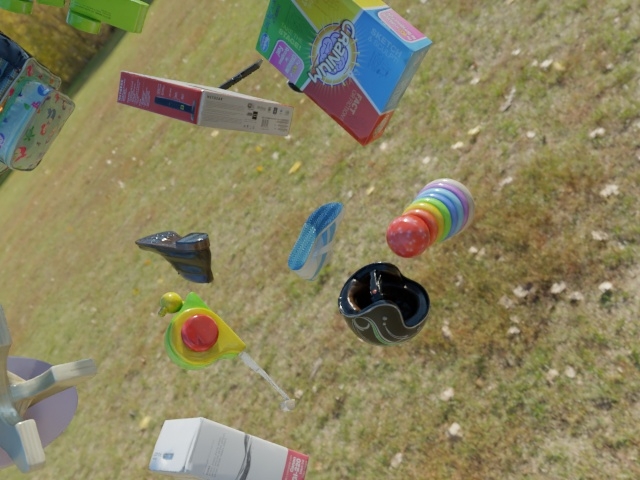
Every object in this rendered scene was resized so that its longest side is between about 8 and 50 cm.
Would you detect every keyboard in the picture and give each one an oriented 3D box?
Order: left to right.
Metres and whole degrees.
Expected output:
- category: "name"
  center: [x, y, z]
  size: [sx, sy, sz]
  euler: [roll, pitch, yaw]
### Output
- category: "keyboard"
  center: [-0.265, -0.521, 2.139]
  size: [0.180, 0.023, 0.108]
  euler: [-28, 19, 22]

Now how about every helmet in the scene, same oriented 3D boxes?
- category: "helmet"
  center: [0.136, 0.140, 1.376]
  size: [0.169, 0.161, 0.170]
  euler: [-31, 38, 28]

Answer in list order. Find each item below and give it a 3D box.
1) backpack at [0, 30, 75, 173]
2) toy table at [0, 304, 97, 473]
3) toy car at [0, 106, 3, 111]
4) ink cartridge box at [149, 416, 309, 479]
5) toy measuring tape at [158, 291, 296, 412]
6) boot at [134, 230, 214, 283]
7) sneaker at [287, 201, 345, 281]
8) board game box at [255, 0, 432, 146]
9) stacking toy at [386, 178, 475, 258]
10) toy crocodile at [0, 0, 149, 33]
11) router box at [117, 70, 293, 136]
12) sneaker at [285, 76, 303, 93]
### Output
- category: "backpack"
  center: [-0.594, -0.230, 1.233]
  size: [0.254, 0.191, 0.225]
  euler: [-51, 5, -3]
- category: "toy table"
  center: [-0.483, 0.240, 1.011]
  size: [0.274, 0.252, 0.161]
  euler: [-22, -12, -49]
- category: "toy car"
  center: [-0.441, -0.162, 0.795]
  size: [0.122, 0.060, 0.041]
  euler: [-50, -32, -63]
- category: "ink cartridge box"
  center: [-0.154, 0.374, 1.119]
  size: [0.158, 0.217, 0.092]
  euler: [-24, 46, 52]
- category: "toy measuring tape"
  center: [-0.195, 0.232, 1.264]
  size: [0.121, 0.330, 0.121]
  euler: [-44, -1, 0]
- category: "boot"
  center: [-0.326, 0.040, 1.482]
  size: [0.219, 0.106, 0.082]
  euler: [3, 23, 37]
- category: "sneaker"
  center: [0.000, 0.000, 1.787]
  size: [0.087, 0.092, 0.229]
  euler: [18, 71, 44]
- category: "board game box"
  center: [0.031, -0.371, 1.269]
  size: [0.064, 0.316, 0.242]
  euler: [-36, -17, -38]
- category: "stacking toy"
  center: [0.229, -0.037, 1.462]
  size: [0.141, 0.141, 0.330]
  euler: [-35, -2, 33]
- category: "toy crocodile"
  center: [-0.505, -0.485, 1.284]
  size: [0.105, 0.340, 0.115]
  euler: [-111, 37, -60]
- category: "router box"
  center: [-0.289, -0.347, 1.702]
  size: [0.301, 0.335, 0.082]
  euler: [20, 105, 33]
- category: "sneaker"
  center: [-0.020, -0.560, 1.854]
  size: [0.118, 0.110, 0.292]
  euler: [-41, -29, -57]
